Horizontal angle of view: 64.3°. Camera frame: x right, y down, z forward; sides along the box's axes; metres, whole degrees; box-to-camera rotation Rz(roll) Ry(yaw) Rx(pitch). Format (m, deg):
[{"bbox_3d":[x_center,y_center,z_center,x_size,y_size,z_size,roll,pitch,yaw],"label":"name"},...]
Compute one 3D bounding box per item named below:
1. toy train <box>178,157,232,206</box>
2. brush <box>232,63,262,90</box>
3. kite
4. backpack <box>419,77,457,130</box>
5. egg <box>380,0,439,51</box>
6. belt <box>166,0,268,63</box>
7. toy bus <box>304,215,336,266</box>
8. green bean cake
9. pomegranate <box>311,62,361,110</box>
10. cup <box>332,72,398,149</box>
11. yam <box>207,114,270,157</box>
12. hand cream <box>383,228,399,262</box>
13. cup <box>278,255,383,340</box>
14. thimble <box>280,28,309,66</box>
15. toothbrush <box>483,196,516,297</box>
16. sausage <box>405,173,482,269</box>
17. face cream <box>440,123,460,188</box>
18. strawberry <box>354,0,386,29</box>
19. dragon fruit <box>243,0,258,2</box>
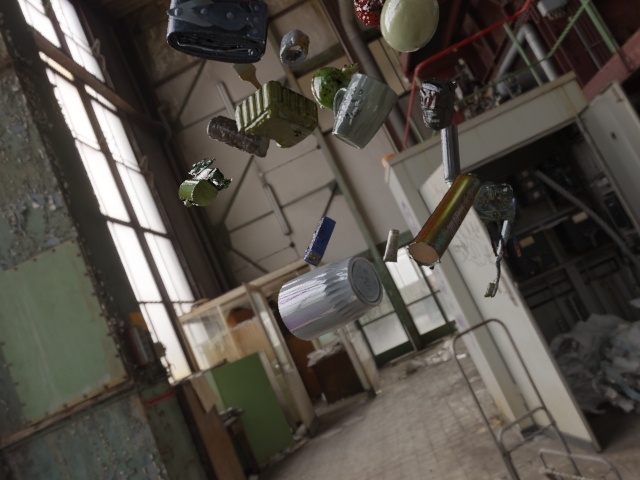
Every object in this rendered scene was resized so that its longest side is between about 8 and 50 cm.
[{"bbox_3d":[-0.453,-0.216,1.917,0.189,0.126,0.307,-40,22,-16],"label":"toy train"},{"bbox_3d":[-0.268,-0.668,2.214,0.013,0.272,0.103,-14,32,52],"label":"brush"},{"bbox_3d":[0.505,-0.063,1.453,0.141,0.245,0.015,-5,-25,-4],"label":"kite"},{"bbox_3d":[0.386,-0.448,1.688,0.105,0.165,0.120,-17,29,-23],"label":"backpack"},{"bbox_3d":[0.292,-0.730,1.660,0.188,0.189,0.254,-24,-11,-5],"label":"egg"},{"bbox_3d":[-0.225,-0.481,1.132,0.218,0.129,0.122,3,-11,-9],"label":"belt"},{"bbox_3d":[0.000,0.000,1.438,0.061,0.051,0.153,119,175,-47],"label":"toy bus"},{"bbox_3d":[-0.152,-0.421,1.780,0.236,0.124,0.233,13,-26,-42],"label":"green bean cake"},{"bbox_3d":[0.075,-0.711,2.317,0.263,0.211,0.211,-50,-19,23],"label":"pomegranate"},{"bbox_3d":[0.131,-0.487,1.922,0.186,0.258,0.234,24,-83,-46],"label":"cup"},{"bbox_3d":[-0.369,-0.481,2.331,0.131,0.279,0.131,23,-90,-79],"label":"yam"},{"bbox_3d":[0.300,0.023,2.103,0.061,0.143,0.039,5,13,-5],"label":"hand cream"},{"bbox_3d":[0.036,0.215,1.958,0.371,0.253,0.253,-30,-10,36],"label":"cup"},{"bbox_3d":[-0.128,-0.945,2.495,0.127,0.118,0.151,26,-40,-35],"label":"thimble"},{"bbox_3d":[0.635,0.036,1.786,0.042,0.414,0.035,1,31,-3],"label":"toothbrush"},{"bbox_3d":[0.316,-0.068,1.224,0.082,0.082,0.371,-35,10,48],"label":"sausage"},{"bbox_3d":[0.567,-0.362,2.210,0.073,0.284,0.073,-3,-3,0],"label":"face cream"},{"bbox_3d":[0.259,-0.893,1.895,0.261,0.261,0.257,-26,-18,4],"label":"strawberry"},{"bbox_3d":[-0.240,-0.755,1.464,0.269,0.200,0.198,-41,6,11],"label":"dragon fruit"}]
